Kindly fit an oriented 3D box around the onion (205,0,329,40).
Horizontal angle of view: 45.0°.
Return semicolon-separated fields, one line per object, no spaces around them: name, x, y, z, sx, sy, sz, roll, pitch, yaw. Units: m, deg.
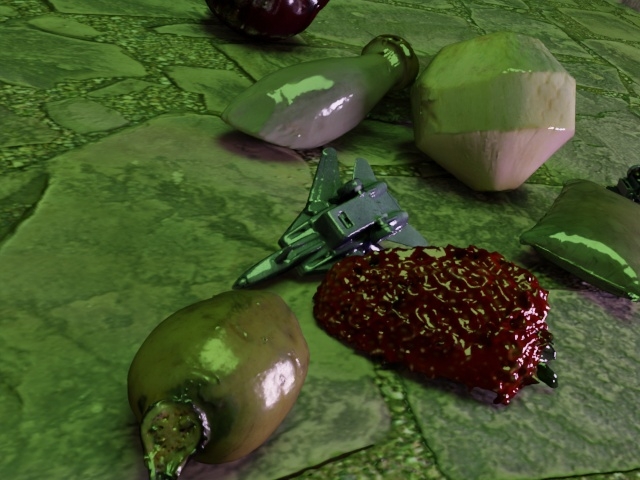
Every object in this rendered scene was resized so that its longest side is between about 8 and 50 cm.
onion;-0.098;-0.478;1.474;0.206;0.216;0.207;35;42;-4

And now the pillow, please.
pillow;0.410;-0.010;1.128;0.185;0.075;0.302;28;31;17

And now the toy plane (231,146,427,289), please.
toy plane;0.006;-0.006;0.888;0.267;0.088;0.212;-25;75;-46

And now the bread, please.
bread;0.190;-0.276;1.407;0.337;0.102;0.183;7;30;-16

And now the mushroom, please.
mushroom;0.007;-0.220;1.165;0.350;0.128;0.128;-31;55;-31

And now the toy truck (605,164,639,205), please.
toy truck;0.585;-0.065;1.299;0.192;0.092;0.083;7;32;-4

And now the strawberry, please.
strawberry;0.142;0.069;0.829;0.286;0.106;0.188;12;30;-10

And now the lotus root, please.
lotus root;-0.085;0.113;0.631;0.125;0.118;0.221;12;24;22

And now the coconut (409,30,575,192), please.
coconut;0.267;-0.194;1.212;0.259;0.259;0.259;14;31;-9
